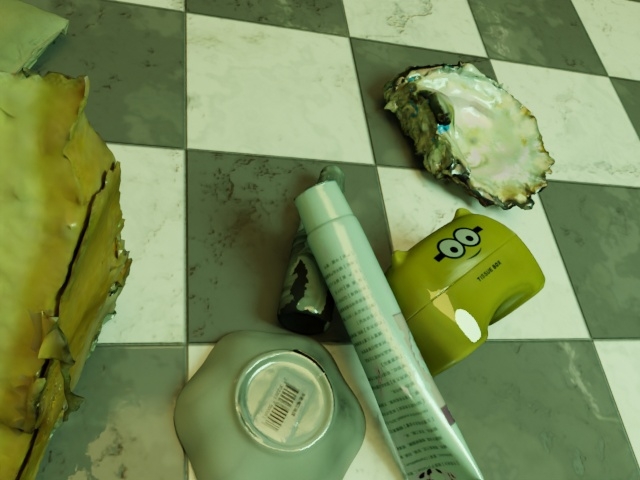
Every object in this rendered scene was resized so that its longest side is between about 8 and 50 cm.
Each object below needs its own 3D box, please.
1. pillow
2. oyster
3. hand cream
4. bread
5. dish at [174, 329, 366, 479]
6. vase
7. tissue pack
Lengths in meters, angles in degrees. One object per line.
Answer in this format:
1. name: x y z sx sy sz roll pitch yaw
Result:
1. pillow: -0.394 -0.218 0.673 0.119 0.053 0.208 25 52 -5
2. oyster: 0.203 -0.152 0.817 0.259 0.092 0.198 35 55 -6
3. hand cream: 0.057 0.098 0.572 0.058 0.085 0.331 -8 71 -48
4. bread: -0.276 0.063 0.396 0.248 0.315 0.279 16 66 -7
5. dish: -0.038 0.158 0.551 0.190 0.066 0.191 8 57 -13
6. vase: 0.000 0.000 0.665 0.059 0.060 0.212 17 57 -8
7. tissue pack: 0.144 0.051 0.643 0.178 0.123 0.127 -30 73 -32
